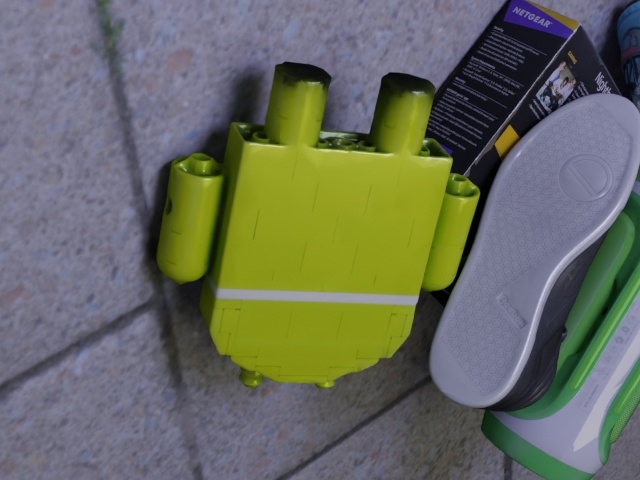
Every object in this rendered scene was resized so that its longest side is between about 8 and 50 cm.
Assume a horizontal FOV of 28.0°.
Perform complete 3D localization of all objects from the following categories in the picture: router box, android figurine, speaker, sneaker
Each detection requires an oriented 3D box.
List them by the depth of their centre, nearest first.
[{"bbox_3d":[0.000,0.000,0.985,0.248,0.056,0.273,1,117,-19],"label":"android figurine"},{"bbox_3d":[0.186,0.018,1.101,0.296,0.104,0.147,-61,161,-10],"label":"sneaker"},{"bbox_3d":[0.269,0.077,1.188,0.131,0.131,0.296,21,101,-50],"label":"speaker"},{"bbox_3d":[0.190,-0.038,1.194,0.243,0.081,0.309,-52,140,-4],"label":"router box"},{"bbox_3d":[0.350,-0.115,1.260,0.262,0.104,0.125,46,43,-42],"label":"sneaker"}]
